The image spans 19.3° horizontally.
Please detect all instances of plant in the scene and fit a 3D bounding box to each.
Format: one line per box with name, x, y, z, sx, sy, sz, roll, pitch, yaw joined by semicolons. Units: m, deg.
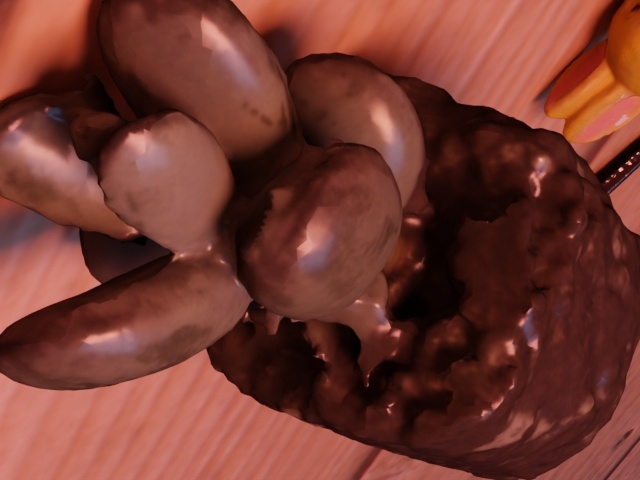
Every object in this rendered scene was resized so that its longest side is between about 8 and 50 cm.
plant;0.001;-0.002;0.674;0.274;0.149;0.146;19;76;-48

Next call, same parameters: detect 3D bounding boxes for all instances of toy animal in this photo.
toy animal;0.175;-0.098;0.870;0.159;0.083;0.070;-35;152;8

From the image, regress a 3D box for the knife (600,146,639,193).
knife;0.127;0.002;1.059;0.230;0.028;0.060;-43;171;-5
